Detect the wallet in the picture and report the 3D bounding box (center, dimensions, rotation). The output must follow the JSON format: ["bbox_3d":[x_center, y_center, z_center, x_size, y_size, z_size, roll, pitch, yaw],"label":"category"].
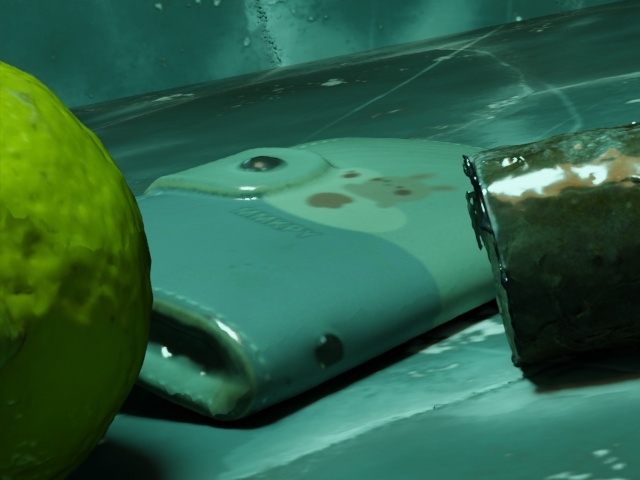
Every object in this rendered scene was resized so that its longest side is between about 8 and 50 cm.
[{"bbox_3d":[0.000,0.000,1.158,0.252,0.083,0.360,19,29,41],"label":"wallet"}]

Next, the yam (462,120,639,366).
[{"bbox_3d":[0.214,-0.009,0.947,0.280,0.131,0.131,-9,12,10],"label":"yam"}]

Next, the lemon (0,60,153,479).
[{"bbox_3d":[-0.208,0.027,0.901,0.253,0.253,0.310,-17,20,-22],"label":"lemon"}]
